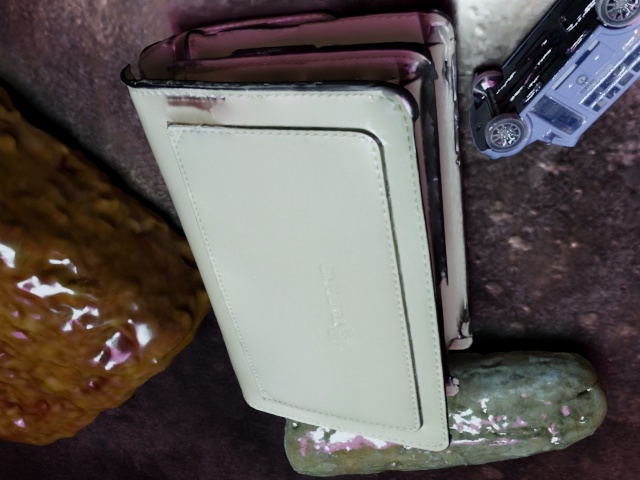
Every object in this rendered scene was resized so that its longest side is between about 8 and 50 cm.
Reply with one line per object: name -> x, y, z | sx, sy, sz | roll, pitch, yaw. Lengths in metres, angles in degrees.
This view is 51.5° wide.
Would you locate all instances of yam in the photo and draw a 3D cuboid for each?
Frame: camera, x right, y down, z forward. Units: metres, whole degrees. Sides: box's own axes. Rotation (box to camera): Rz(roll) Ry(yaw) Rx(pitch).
yam -> 0.131, 0.177, 0.711 | 0.330, 0.133, 0.133 | -10, 126, 16

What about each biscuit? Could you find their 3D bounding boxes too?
biscuit -> -0.343, 0.039, 0.683 | 0.395, 0.166, 0.342 | 40, 129, -21

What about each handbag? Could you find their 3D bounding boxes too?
handbag -> 0.000, 0.000, 0.573 | 0.236, 0.160, 0.359 | 2, 129, 19

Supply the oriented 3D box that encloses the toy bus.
toy bus -> 0.181, -0.126, 0.476 | 0.076, 0.073, 0.167 | 23, 130, -19
